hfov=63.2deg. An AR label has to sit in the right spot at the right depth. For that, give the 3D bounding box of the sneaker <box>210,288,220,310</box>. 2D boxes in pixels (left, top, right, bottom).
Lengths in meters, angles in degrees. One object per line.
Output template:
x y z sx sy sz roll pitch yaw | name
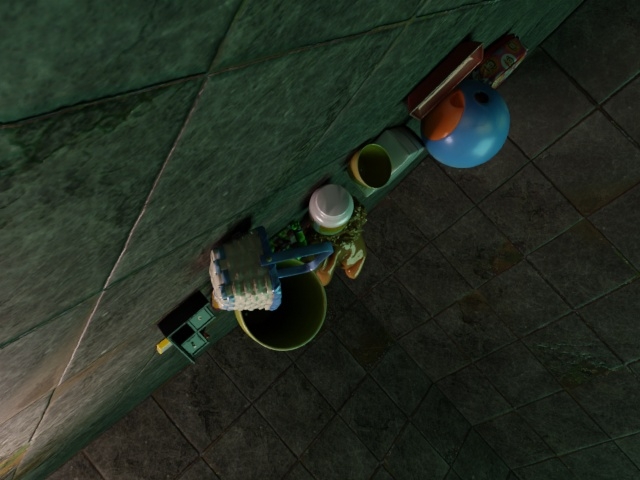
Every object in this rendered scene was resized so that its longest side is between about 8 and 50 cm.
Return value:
-0.326 0.174 1.689 0.185 0.070 0.084 -55 171 33 | sneaker

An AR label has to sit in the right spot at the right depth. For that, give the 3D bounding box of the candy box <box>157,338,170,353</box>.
-0.504 0.329 1.889 0.206 0.027 0.105 -40 173 -26 | candy box

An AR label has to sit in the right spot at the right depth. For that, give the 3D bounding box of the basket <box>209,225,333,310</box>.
-0.127 0.068 1.302 0.289 0.201 0.255 -7 165 -16 | basket

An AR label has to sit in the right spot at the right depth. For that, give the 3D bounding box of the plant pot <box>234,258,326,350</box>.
-0.165 0.204 1.661 0.275 0.274 0.293 -40 -171 -24 | plant pot

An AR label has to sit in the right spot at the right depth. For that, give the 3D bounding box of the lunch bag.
0.618 -0.605 1.891 0.258 0.120 0.293 -40 175 -21 | lunch bag

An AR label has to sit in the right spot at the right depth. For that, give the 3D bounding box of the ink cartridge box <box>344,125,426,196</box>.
0.225 -0.273 1.749 0.207 0.117 0.283 -44 175 25 | ink cartridge box

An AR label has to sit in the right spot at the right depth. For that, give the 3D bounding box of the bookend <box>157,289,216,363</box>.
-0.371 0.259 1.550 0.156 0.072 0.157 -40 135 -14 | bookend

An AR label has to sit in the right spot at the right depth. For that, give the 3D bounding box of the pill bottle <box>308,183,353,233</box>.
0.032 -0.101 1.636 0.136 0.136 0.245 -41 176 -7 | pill bottle

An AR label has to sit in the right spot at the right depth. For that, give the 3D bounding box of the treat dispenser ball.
0.480 -0.387 1.736 0.288 0.288 0.288 -41 175 -4 | treat dispenser ball

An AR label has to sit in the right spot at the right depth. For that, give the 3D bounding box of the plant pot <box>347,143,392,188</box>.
0.136 -0.220 1.582 0.134 0.134 0.095 -39 -160 -28 | plant pot

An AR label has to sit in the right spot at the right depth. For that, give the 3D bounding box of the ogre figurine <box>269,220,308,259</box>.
-0.121 0.035 1.745 0.197 0.118 0.097 -38 174 -33 | ogre figurine

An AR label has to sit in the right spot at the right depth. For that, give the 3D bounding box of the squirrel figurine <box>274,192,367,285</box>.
0.000 0.000 1.950 0.370 0.281 0.397 -20 147 -49 | squirrel figurine

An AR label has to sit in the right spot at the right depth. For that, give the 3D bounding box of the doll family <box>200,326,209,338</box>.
-0.425 0.294 1.684 0.076 0.111 0.193 -45 175 36 | doll family

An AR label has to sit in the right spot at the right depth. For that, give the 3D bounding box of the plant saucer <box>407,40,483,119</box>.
0.354 -0.462 1.502 0.259 0.047 0.258 -44 175 18 | plant saucer
